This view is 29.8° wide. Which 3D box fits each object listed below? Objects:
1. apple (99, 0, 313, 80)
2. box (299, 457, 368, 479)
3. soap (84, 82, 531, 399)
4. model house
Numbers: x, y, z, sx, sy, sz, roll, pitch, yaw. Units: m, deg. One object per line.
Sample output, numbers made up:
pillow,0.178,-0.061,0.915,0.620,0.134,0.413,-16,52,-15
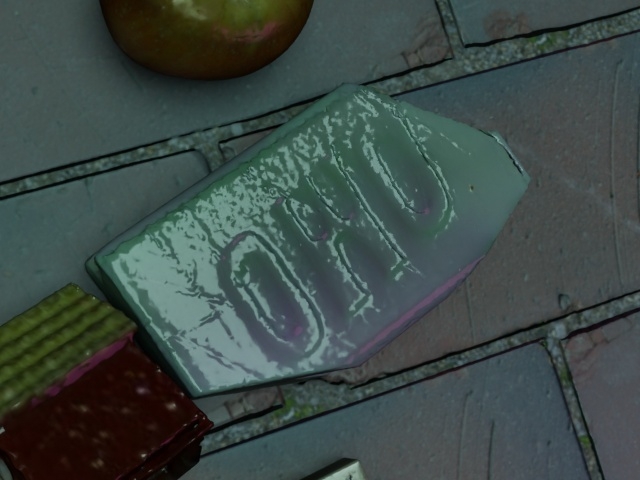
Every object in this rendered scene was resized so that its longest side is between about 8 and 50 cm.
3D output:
apple,-0.126,-0.273,1.311,0.235,0.173,0.210,11,75,-23
box,0.017,0.358,1.321,0.141,0.058,0.201,-22,88,-17
soap,0.000,0.000,1.316,0.446,0.156,0.261,-35,93,-18
model house,-0.260,0.168,1.196,0.196,0.160,0.254,-36,81,-33
